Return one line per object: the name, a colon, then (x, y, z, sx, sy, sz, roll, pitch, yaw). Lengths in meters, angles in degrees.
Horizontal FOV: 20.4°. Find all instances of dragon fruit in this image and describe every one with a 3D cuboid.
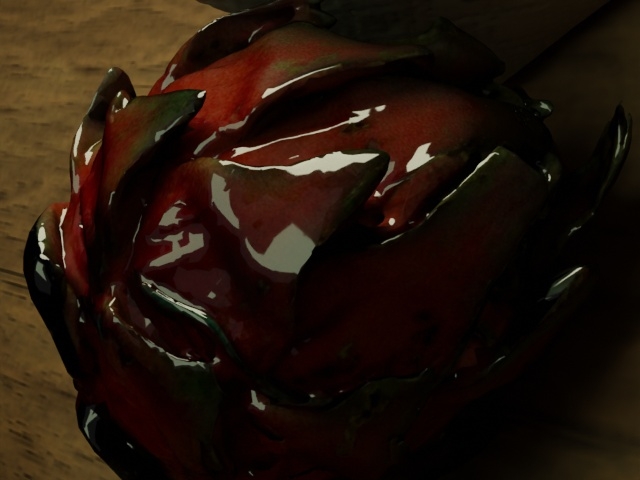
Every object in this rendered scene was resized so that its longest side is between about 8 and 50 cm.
dragon fruit: (-0.006, 0.007, 0.603, 0.182, 0.182, 0.188, 35, 102, 58)

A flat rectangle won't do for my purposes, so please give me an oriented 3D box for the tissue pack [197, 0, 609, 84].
tissue pack: (0.096, -0.166, 0.549, 0.325, 0.170, 0.071, -36, 49, 42)
